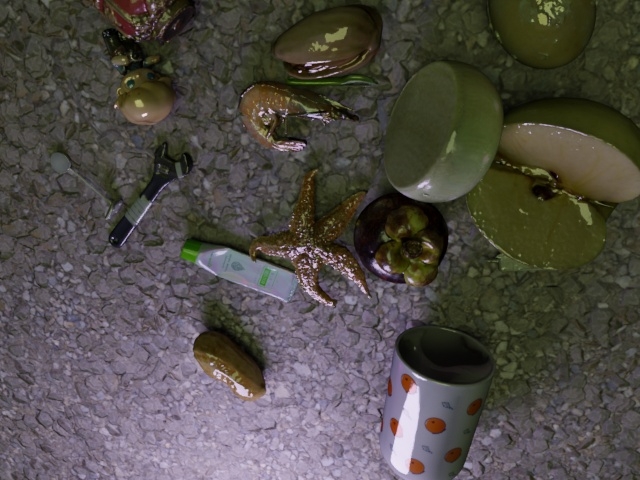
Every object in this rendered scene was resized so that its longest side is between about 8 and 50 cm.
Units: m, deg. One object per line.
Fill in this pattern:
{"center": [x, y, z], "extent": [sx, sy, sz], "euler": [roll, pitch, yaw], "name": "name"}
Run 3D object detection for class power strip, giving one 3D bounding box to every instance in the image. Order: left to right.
{"center": [0.444, 0.039, 1.125], "extent": [0.191, 0.030, 0.047], "euler": [-2, 113, 11], "name": "power strip"}

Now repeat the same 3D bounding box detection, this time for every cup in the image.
{"center": [0.246, 0.381, 1.205], "extent": [0.213, 0.212, 0.317], "euler": [10, 114, 6], "name": "cup"}

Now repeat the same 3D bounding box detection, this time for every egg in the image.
{"center": [0.368, -0.385, 0.896], "extent": [0.164, 0.164, 0.201], "euler": [-33, 99, 21], "name": "egg"}

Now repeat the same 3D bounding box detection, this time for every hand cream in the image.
{"center": [-0.186, 0.066, 1.250], "extent": [0.276, 0.050, 0.079], "euler": [21, 142, -4], "name": "hand cream"}

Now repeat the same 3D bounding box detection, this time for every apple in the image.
{"center": [0.413, -0.115, 0.959], "extent": [0.258, 0.233, 0.294], "euler": [27, 126, 16], "name": "apple"}

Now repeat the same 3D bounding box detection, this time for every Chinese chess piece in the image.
{"center": [0.211, -0.191, 0.956], "extent": [0.101, 0.250, 0.250], "euler": [11, 116, -23], "name": "Chinese chess piece"}

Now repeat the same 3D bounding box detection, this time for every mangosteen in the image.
{"center": [0.162, 0.005, 1.062], "extent": [0.193, 0.217, 0.192], "euler": [1, 108, 3], "name": "mangosteen"}

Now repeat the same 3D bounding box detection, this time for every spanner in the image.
{"center": [-0.405, -0.096, 1.230], "extent": [0.087, 0.024, 0.316], "euler": [42, 114, -7], "name": "spanner"}

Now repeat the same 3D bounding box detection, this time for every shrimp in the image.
{"center": [-0.048, -0.245, 1.092], "extent": [0.251, 0.052, 0.143], "euler": [13, 125, 13], "name": "shrimp"}

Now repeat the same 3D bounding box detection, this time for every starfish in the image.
{"center": [-0.001, 0.001, 1.169], "extent": [0.300, 0.060, 0.302], "euler": [19, 112, 2], "name": "starfish"}

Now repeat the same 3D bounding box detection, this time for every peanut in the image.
{"center": [-0.223, 0.312, 1.328], "extent": [0.226, 0.095, 0.108], "euler": [44, 128, -13], "name": "peanut"}

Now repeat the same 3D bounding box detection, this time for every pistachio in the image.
{"center": [0.013, -0.367, 0.989], "extent": [0.206, 0.131, 0.129], "euler": [-8, 152, 18], "name": "pistachio"}

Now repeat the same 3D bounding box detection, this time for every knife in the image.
{"center": [0.022, -0.316, 1.060], "extent": [0.184, 0.022, 0.026], "euler": [2, 142, 9], "name": "knife"}

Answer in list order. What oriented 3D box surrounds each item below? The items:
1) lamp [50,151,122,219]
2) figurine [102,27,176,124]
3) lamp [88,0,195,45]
{"center": [-0.543, -0.128, 1.226], "extent": [0.198, 0.056, 0.050], "euler": [39, 116, -3], "name": "lamp"}
{"center": [-0.368, -0.333, 1.086], "extent": [0.108, 0.114, 0.195], "euler": [-11, 100, 39], "name": "figurine"}
{"center": [-0.360, -0.491, 0.977], "extent": [0.177, 0.177, 0.274], "euler": [-40, 101, 22], "name": "lamp"}
